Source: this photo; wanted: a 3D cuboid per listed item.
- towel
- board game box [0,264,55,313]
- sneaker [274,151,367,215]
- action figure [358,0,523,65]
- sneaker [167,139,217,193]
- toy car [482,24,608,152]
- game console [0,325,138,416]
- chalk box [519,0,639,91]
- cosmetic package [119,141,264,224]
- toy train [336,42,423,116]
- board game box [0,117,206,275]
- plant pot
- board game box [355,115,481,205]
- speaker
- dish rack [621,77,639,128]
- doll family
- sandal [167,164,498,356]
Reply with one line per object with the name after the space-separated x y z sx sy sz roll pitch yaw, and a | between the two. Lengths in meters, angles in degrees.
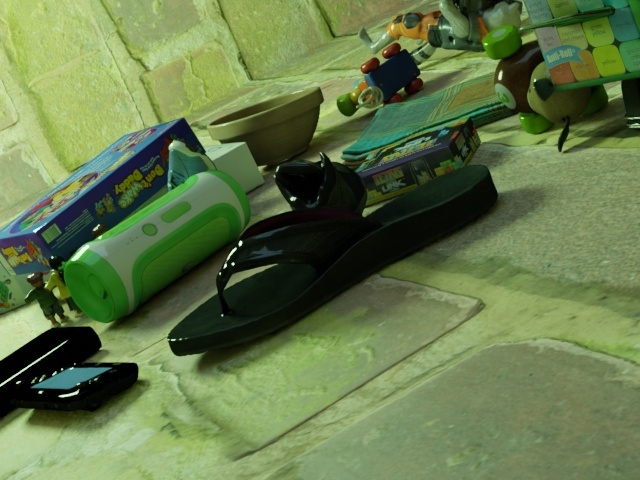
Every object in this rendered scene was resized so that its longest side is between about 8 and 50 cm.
0.229 -0.228 2.013 0.370 0.040 0.271 -18 17 28 | towel
-0.661 0.089 2.291 0.303 0.097 0.224 -21 15 16 | board game box
0.002 -0.079 1.623 0.087 0.130 0.227 -21 24 15 | sneaker
0.302 -0.454 2.570 0.330 0.178 0.341 -2 0 44 | action figure
-0.215 -0.075 1.965 0.080 0.211 0.081 20 52 27 | sneaker
0.301 -0.197 1.591 0.149 0.155 0.188 -20 28 22 | toy car
-0.347 0.177 1.549 0.213 0.044 0.361 -36 18 -35 | game console
0.369 -0.299 1.453 0.289 0.179 0.180 -33 18 -30 | chalk box
-0.315 -0.084 2.315 0.284 0.097 0.377 -30 15 -24 | cosmetic package
0.085 -0.288 2.367 0.143 0.105 0.248 -27 10 43 | toy train
-0.395 -0.077 2.100 0.347 0.078 0.233 -43 20 -30 | board game box
-0.096 -0.215 2.348 0.237 0.109 0.237 -17 12 4 | plant pot
0.137 -0.116 1.751 0.170 0.048 0.141 -19 15 26 | board game box
-0.243 0.005 1.814 0.131 0.131 0.296 -9 22 48 | speaker
0.517 -0.225 1.454 0.272 0.074 0.208 -29 16 -21 | dish rack
-0.384 0.052 1.914 0.076 0.111 0.193 -10 21 47 | doll family
0.001 -0.001 1.454 0.446 0.107 0.167 -29 14 -11 | sandal
